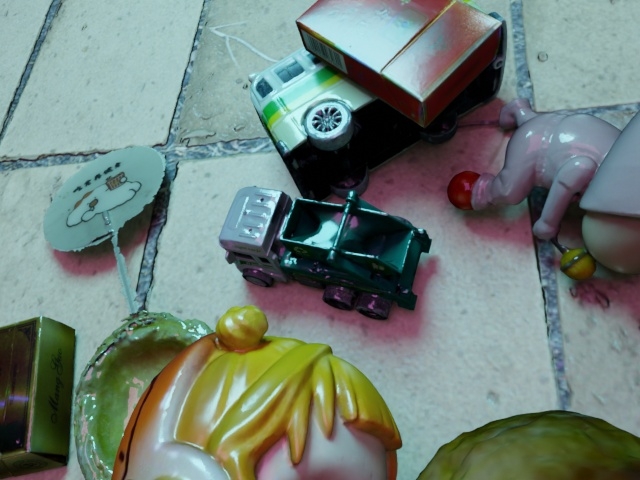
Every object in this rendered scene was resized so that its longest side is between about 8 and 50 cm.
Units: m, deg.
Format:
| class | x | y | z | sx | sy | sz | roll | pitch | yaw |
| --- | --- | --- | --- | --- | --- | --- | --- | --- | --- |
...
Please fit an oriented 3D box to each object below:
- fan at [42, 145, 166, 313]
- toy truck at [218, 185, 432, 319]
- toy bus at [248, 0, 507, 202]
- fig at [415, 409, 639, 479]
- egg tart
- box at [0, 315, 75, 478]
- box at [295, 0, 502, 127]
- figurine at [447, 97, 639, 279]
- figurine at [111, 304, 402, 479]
| class | x | y | z | sx | sy | sz | roll | pitch | yaw |
| --- | --- | --- | --- | --- | --- | --- | --- | --- | --- |
| fan | -0.266 | -0.023 | 0.661 | 0.191 | 0.009 | 0.329 | -31 | 47 | -2 |
| toy truck | 0.000 | 0.000 | 0.554 | 0.216 | 0.116 | 0.110 | 11 | 68 | 21 |
| toy bus | 0.060 | -0.179 | 0.616 | 0.276 | 0.133 | 0.164 | -32 | 62 | -3 |
| fig | 0.223 | 0.264 | 0.296 | 0.369 | 0.286 | 0.286 | 11 | 67 | 6 |
| egg tart | -0.166 | 0.173 | 0.538 | 0.197 | 0.078 | 0.197 | -7 | 64 | 15 |
| box | -0.407 | 0.193 | 0.601 | 0.240 | 0.071 | 0.159 | -15 | 59 | 9 |
| box | 0.073 | -0.202 | 0.521 | 0.112 | 0.048 | 0.175 | -45 | 64 | -8 |
| figurine | 0.279 | -0.057 | 0.507 | 0.287 | 0.176 | 0.186 | 19 | 112 | 39 |
| figurine | -0.056 | 0.203 | 0.371 | 0.196 | 0.320 | 0.323 | -1 | 54 | 32 |
